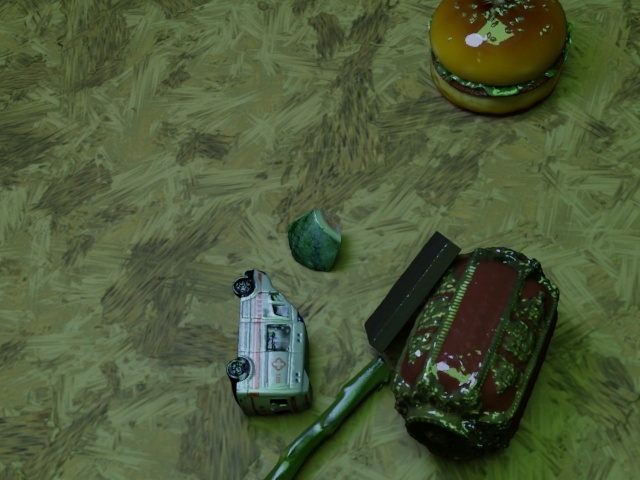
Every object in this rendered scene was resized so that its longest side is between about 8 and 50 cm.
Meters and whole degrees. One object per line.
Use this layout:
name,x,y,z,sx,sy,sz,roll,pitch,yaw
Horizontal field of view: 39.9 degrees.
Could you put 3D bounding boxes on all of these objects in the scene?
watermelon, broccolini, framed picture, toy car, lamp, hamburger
watermelon,0.001,0.000,1.322,0.072,0.084,0.092,-27,91,-34
broccolini,-0.026,0.306,1.117,0.392,0.074,0.079,-44,18,-21
framed picture,0.121,0.066,1.181,0.023,0.128,0.168,36,95,-4
toy car,-0.066,0.136,1.219,0.108,0.089,0.209,-5,57,6
lamp,0.199,0.139,1.127,0.177,0.177,0.274,17,61,21
hamburger,0.288,-0.336,1.437,0.246,0.170,0.246,-5,57,8
